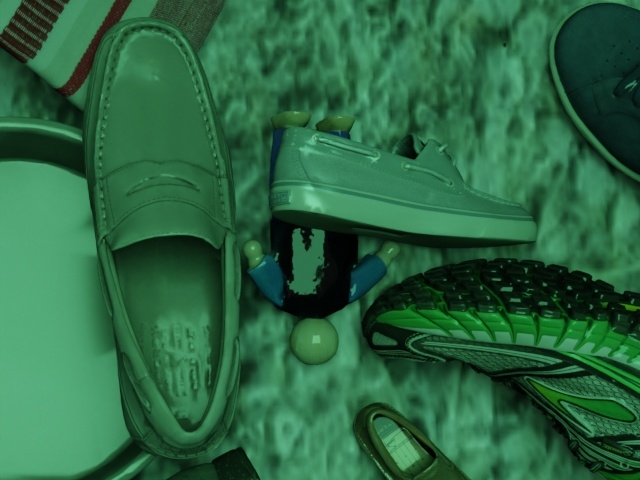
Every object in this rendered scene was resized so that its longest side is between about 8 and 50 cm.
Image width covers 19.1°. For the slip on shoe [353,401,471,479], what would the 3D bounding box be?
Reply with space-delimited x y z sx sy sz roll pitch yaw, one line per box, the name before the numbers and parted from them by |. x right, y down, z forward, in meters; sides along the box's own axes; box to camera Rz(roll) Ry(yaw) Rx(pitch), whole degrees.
slip on shoe | 0.079 0.176 1.430 0.051 0.041 0.135 -39 88 -13

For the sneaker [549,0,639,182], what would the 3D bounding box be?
sneaker | 0.315 -0.077 1.427 0.131 0.148 0.350 -44 72 -10

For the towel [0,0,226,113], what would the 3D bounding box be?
towel | -0.181 -0.245 1.360 0.329 0.037 0.237 41 71 -44

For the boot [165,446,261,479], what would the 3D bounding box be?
boot | -0.095 0.272 1.343 0.161 0.083 0.246 -20 108 -8

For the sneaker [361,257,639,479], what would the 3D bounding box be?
sneaker | 0.195 0.108 1.416 0.343 0.134 0.146 15 105 5

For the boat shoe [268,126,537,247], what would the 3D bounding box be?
boat shoe | 0.068 -0.041 1.419 0.227 0.079 0.081 9 81 -29

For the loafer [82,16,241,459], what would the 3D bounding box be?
loafer | -0.105 -0.007 1.338 0.112 0.111 0.319 -7 82 -12

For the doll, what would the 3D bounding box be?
doll | 0.000 0.000 1.443 0.129 0.046 0.189 5 80 -23

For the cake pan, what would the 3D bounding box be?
cake pan | -0.226 0.057 1.395 0.293 0.054 0.293 1 81 -9
